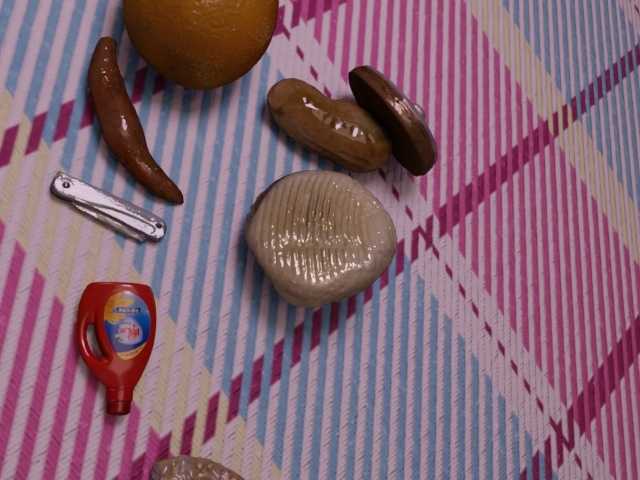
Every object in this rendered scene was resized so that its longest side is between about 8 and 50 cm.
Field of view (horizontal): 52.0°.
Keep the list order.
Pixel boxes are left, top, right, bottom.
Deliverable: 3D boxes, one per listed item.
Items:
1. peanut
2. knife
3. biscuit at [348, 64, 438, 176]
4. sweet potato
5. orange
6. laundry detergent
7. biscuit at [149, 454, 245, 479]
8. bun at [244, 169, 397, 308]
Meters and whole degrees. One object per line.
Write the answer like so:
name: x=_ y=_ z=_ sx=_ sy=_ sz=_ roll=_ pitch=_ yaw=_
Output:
peanut: x=0.015 y=-0.186 z=1.057 sx=0.226 sy=0.095 sz=0.108 roll=24 pitch=49 yaw=-17
knife: x=-0.285 y=-0.041 z=0.886 sx=0.162 sy=0.023 sz=0.044 roll=27 pitch=68 yaw=-20
biscuit: x=0.123 y=-0.201 z=1.075 sx=0.049 sy=0.181 sz=0.208 roll=-35 pitch=90 yaw=-4
sweet potato: x=-0.271 y=-0.159 z=0.912 sx=0.078 sy=0.058 sz=0.255 roll=-28 pitch=93 yaw=-53
orange: x=-0.168 y=-0.334 z=0.931 sx=0.236 sy=0.236 sz=0.236 roll=9 pitch=71 yaw=-26
laundry detergent: x=-0.259 y=0.136 z=0.830 sx=0.097 sy=0.049 sz=0.165 roll=4 pitch=74 yaw=-20
biscuit: x=-0.142 y=0.394 z=0.820 sx=0.188 sy=0.040 sz=0.265 roll=-24 pitch=86 yaw=-33
bun: x=0.000 y=0.000 z=0.965 sx=0.220 sy=0.134 sz=0.220 roll=2 pitch=57 yaw=-4
